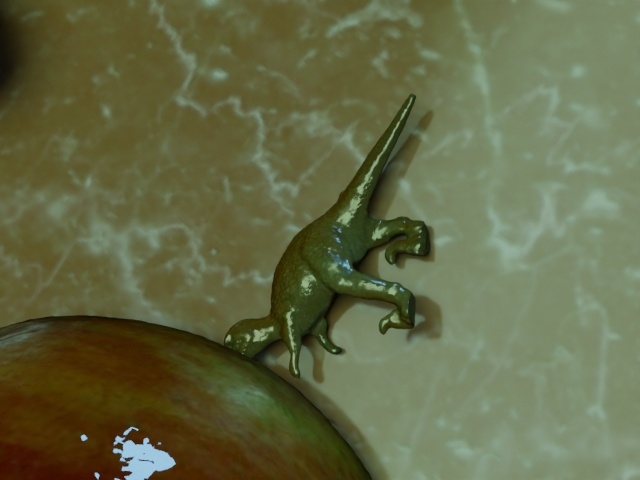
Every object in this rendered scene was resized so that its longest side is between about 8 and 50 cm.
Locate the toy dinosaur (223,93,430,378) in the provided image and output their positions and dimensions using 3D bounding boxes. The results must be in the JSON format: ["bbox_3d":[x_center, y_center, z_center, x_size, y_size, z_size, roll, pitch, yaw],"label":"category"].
[{"bbox_3d":[0.000,0.000,1.093,0.126,0.039,0.162,-6,79,19],"label":"toy dinosaur"}]

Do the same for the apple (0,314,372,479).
[{"bbox_3d":[-0.147,0.156,1.049,0.346,0.179,0.254,-5,53,17],"label":"apple"}]
